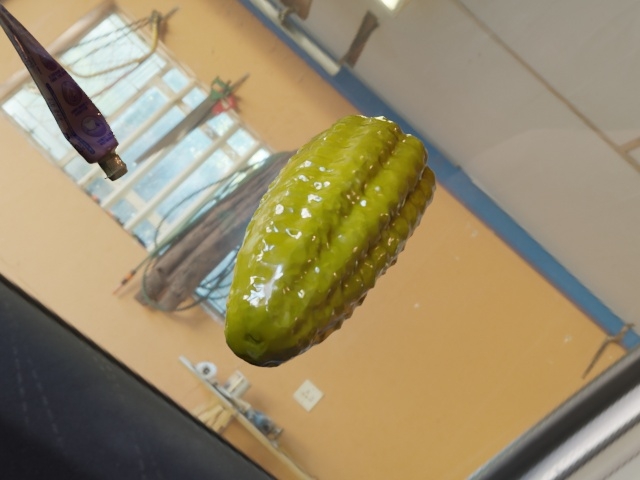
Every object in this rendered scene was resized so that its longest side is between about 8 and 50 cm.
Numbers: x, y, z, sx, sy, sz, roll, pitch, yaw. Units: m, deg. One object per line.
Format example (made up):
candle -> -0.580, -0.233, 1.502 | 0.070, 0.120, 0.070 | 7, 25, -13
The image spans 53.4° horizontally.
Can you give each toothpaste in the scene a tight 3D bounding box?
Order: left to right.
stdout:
toothpaste -> -0.353, -0.207, 0.833 | 0.301, 0.048, 0.075 | 58, 11, -23

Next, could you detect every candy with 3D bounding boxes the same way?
candy -> 0.000, 0.000, 0.397 | 0.106, 0.199, 0.094 | -25, -71, 37
